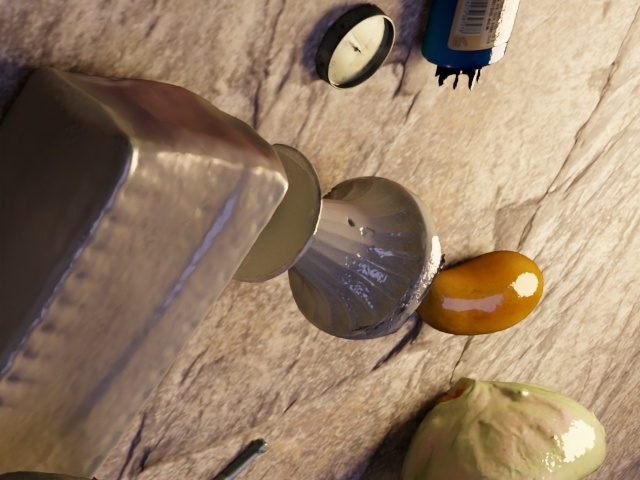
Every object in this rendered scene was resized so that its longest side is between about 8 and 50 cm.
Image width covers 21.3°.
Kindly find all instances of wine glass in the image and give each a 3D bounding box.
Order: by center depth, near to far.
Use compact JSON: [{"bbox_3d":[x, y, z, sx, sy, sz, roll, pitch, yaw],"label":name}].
[{"bbox_3d":[0.000,0.000,1.575,0.165,0.165,0.196,-53,147,9],"label":"wine glass"}]

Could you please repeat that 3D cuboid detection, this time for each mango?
[{"bbox_3d":[0.182,0.064,1.963,0.184,0.085,0.102,-11,134,-39],"label":"mango"}]

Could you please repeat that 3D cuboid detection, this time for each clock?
[{"bbox_3d":[0.033,-0.175,1.546,0.085,0.017,0.085,-33,147,-24],"label":"clock"}]

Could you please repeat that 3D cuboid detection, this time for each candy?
[{"bbox_3d":[-0.207,0.037,1.358,0.208,0.145,0.358,13,114,-56],"label":"candy"}]

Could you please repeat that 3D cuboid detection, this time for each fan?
[{"bbox_3d":[-0.131,0.289,1.886,0.193,0.016,0.038,-44,148,-7],"label":"fan"}]

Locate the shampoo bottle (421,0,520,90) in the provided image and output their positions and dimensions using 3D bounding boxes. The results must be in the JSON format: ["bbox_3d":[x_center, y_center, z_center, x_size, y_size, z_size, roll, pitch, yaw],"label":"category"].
[{"bbox_3d":[0.145,-0.221,1.598,0.087,0.050,0.183,-8,135,-19],"label":"shampoo bottle"}]

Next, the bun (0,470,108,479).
[{"bbox_3d":[-0.249,0.300,1.320,0.354,0.194,0.354,-24,153,-13],"label":"bun"}]

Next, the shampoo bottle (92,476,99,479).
[{"bbox_3d":[-0.306,0.330,1.639,0.260,0.064,0.102,-45,-174,-4],"label":"shampoo bottle"}]

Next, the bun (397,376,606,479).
[{"bbox_3d":[0.203,0.269,2.144,0.293,0.187,0.293,-31,169,-7],"label":"bun"}]
